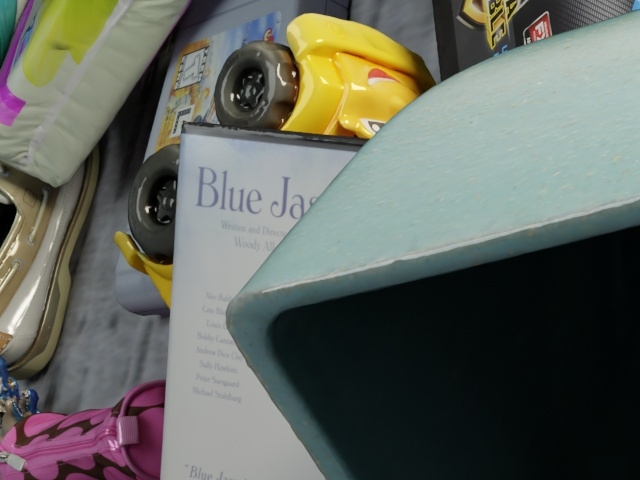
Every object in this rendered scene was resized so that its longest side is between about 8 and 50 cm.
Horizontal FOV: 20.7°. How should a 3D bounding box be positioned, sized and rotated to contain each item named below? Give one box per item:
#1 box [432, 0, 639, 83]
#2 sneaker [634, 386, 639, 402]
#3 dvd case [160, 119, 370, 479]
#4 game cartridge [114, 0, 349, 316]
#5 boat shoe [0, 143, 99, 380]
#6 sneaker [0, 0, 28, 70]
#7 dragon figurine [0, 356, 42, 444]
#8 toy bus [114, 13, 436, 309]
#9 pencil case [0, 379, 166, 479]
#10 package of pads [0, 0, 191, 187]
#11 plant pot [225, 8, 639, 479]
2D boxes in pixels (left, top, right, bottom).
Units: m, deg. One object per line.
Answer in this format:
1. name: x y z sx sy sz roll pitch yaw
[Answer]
1. box: 0.184 -0.121 0.950 0.293 0.073 0.295 -38 42 42
2. sneaker: 0.104 0.082 0.901 0.236 0.095 0.104 19 78 38
3. dvd case: -0.012 0.062 1.037 0.180 0.022 0.253 7 97 30
4. game cartridge: -0.064 -0.091 1.345 0.198 0.062 0.297 -14 60 59
5. boat shoe: -0.277 -0.033 1.569 0.113 0.103 0.302 -14 62 31
6. sneaker: -0.365 -0.115 1.628 0.178 0.124 0.295 -43 -27 -59
7. dragon figurine: -0.309 0.244 1.487 0.085 0.144 0.289 28 115 58
8. toy bus: 0.000 0.000 1.110 0.220 0.149 0.211 -50 48 24
9. pencil case: -0.162 0.156 1.296 0.209 0.098 0.095 -22 53 50
10. package of pads: -0.174 -0.222 1.495 0.296 0.101 0.229 -49 21 39
11. plant pot: 0.158 0.018 0.694 0.248 0.247 0.252 -15 30 32
